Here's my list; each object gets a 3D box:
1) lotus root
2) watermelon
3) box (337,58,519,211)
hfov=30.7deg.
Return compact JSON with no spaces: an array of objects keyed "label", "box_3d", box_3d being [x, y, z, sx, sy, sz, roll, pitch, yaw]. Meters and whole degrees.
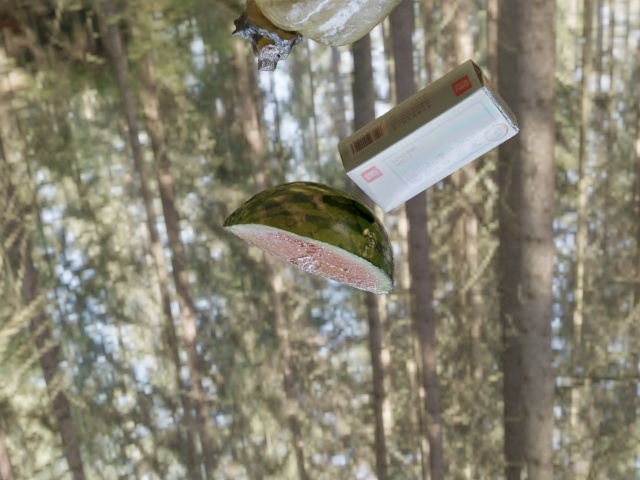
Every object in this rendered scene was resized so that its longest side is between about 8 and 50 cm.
[{"label":"lotus root","box_3d":[0.027,-0.251,0.997,0.257,0.140,0.154,-27,156,34]},{"label":"watermelon","box_3d":[0.010,-0.026,1.913,0.303,0.159,0.128,22,-112,-14]},{"label":"box","box_3d":[0.174,-0.165,1.878,0.269,0.135,0.079,-32,-133,18]}]
